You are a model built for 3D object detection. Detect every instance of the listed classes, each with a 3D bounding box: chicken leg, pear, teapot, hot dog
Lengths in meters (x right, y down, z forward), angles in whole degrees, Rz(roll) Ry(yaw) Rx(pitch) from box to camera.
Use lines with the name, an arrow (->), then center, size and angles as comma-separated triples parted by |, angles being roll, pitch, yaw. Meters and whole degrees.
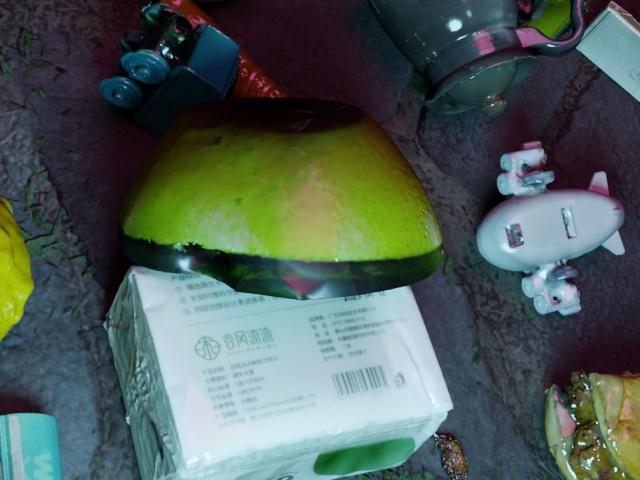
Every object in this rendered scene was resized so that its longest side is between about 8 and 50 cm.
chicken leg -> 0.169, 0.279, 1.495 | 0.036, 0.021, 0.083 | -23, 74, -22
pear -> -0.044, -0.074, 1.342 | 0.398, 0.399, 0.165 | -6, 108, -26
teapot -> 0.246, -0.324, 1.741 | 0.305, 0.223, 0.285 | -15, 78, -29
hot dog -> -0.128, -0.239, 1.610 | 0.068, 0.083, 0.289 | -43, 85, -15

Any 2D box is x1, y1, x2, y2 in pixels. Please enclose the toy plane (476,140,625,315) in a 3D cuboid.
toy plane -> 0.341, -0.020, 1.668 | 0.266, 0.122, 0.267 | 5, 79, -27

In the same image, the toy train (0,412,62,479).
toy train -> -0.342, 0.296, 1.229 | 0.159, 0.101, 0.248 | 9, 60, -37

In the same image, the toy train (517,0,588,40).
toy train -> 0.364, -0.462, 1.903 | 0.177, 0.134, 0.261 | 20, 58, -13

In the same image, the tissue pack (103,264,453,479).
tissue pack -> -0.052, 0.154, 1.360 | 0.356, 0.194, 0.266 | -6, 63, -27

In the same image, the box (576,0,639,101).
box -> 0.531, -0.304, 1.907 | 0.198, 0.109, 0.029 | 41, 55, 1

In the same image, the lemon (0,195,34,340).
lemon -> -0.445, 0.051, 1.226 | 0.233, 0.233, 0.288 | 44, 60, 3

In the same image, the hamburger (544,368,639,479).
hamburger -> 0.441, 0.282, 1.532 | 0.245, 0.155, 0.282 | -28, 81, -29

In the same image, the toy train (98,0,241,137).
toy train -> -0.198, -0.221, 1.501 | 0.154, 0.198, 0.107 | 31, 56, -21
